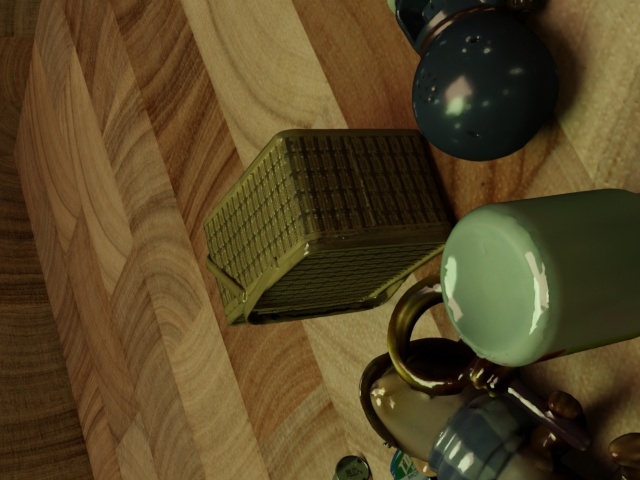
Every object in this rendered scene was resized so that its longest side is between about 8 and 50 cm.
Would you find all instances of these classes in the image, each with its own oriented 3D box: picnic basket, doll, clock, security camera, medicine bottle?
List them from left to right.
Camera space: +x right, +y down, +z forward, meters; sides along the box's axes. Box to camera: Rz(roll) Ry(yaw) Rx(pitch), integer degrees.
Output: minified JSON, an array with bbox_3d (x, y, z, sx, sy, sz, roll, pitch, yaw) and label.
[{"bbox_3d":[0.000,0.000,1.156,0.313,0.228,0.175,-41,59,54],"label":"picnic basket"},{"bbox_3d":[0.042,0.379,1.354,0.092,0.058,0.058,108,143,-57],"label":"security camera"},{"bbox_3d":[0.159,-0.198,0.925,0.199,0.147,0.243,-47,49,48],"label":"clock"},{"bbox_3d":[0.176,0.229,0.901,0.339,0.209,0.317,49,121,47],"label":"doll"},{"bbox_3d":[0.231,0.026,0.761,0.139,0.226,0.139,22,116,56],"label":"medicine bottle"}]

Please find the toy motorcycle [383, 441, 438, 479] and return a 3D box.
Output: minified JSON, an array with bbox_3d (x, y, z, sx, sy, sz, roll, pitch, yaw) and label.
[{"bbox_3d":[0.125,0.321,1.144,0.135,0.092,0.254,52,134,42],"label":"toy motorcycle"}]
